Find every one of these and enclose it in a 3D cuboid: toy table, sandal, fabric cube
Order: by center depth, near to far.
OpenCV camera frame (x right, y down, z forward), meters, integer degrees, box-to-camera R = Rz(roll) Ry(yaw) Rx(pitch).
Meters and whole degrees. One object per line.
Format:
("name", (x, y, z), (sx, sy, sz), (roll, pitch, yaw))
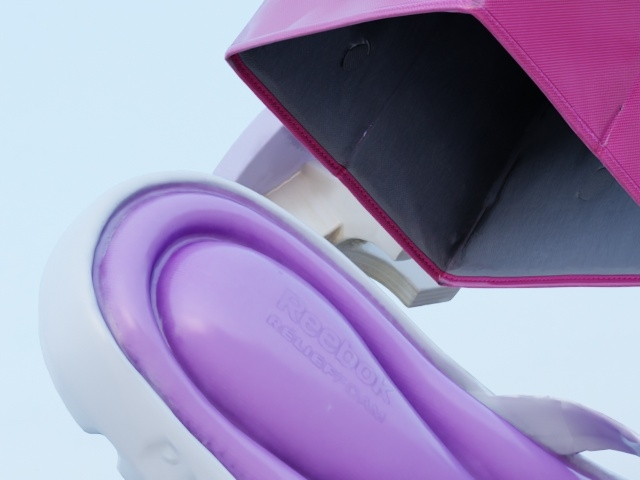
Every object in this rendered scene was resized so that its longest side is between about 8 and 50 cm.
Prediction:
("sandal", (0.088, 0.113, 0.591), (0.416, 0.169, 0.102), (34, -46, -10))
("fabric cube", (0.146, -0.145, 1.133), (0.259, 0.258, 0.254), (45, -26, -27))
("toy table", (0.000, 0.000, 1.503), (0.252, 0.161, 0.274), (-16, -35, -37))
